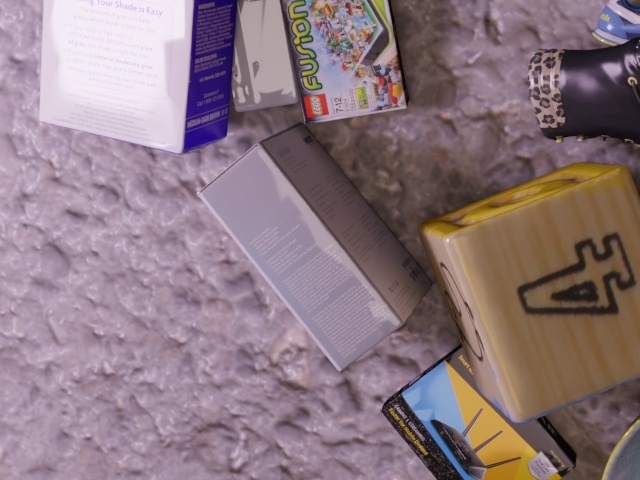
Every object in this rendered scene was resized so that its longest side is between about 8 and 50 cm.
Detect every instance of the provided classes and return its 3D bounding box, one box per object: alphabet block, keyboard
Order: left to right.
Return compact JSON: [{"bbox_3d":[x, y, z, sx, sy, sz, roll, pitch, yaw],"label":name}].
[{"bbox_3d":[-0.079,-0.267,1.511,0.072,0.014,0.256,-8,100,9],"label":"keyboard"},{"bbox_3d":[0.229,0.045,1.420,0.193,0.192,0.197,-22,95,-4],"label":"alphabet block"}]

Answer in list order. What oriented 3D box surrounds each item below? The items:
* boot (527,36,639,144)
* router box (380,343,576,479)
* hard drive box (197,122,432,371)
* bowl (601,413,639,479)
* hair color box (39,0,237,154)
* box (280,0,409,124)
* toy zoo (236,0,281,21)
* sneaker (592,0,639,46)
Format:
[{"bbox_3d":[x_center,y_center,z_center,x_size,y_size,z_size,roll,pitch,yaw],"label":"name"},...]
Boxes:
[{"bbox_3d":[0.325,-0.110,1.447,0.179,0.085,0.236,0,131,37],"label":"boot"},{"bbox_3d":[0.173,0.211,1.558,0.133,0.046,0.179,-40,90,16],"label":"router box"},{"bbox_3d":[0.000,0.000,1.487,0.089,0.181,0.232,-38,90,18],"label":"hard drive box"},{"bbox_3d":[0.436,0.250,1.444,0.290,0.156,0.289,5,107,17],"label":"bowl"},{"bbox_3d":[-0.185,-0.277,1.481,0.185,0.110,0.338,14,112,22],"label":"hair color box"},{"bbox_3d":[0.020,-0.232,1.491,0.114,0.036,0.207,-9,108,9],"label":"box"},{"bbox_3d":[-0.082,-0.359,1.514,0.192,0.030,0.293,-28,94,16],"label":"toy zoo"},{"bbox_3d":[0.351,-0.211,1.435,0.144,0.053,0.059,17,102,8],"label":"sneaker"}]
